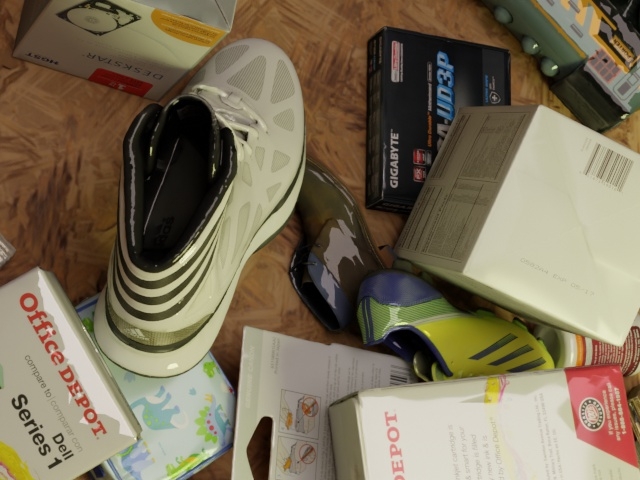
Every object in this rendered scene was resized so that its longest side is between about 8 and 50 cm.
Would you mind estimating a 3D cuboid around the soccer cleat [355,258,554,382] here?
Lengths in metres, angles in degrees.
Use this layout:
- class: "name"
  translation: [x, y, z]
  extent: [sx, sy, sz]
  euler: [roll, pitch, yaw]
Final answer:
- class: "soccer cleat"
  translation: [0.151, 0.125, 2.000]
  extent: [0.289, 0.093, 0.121]
  euler: [28, 54, -33]

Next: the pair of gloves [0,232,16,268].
- class: "pair of gloves"
  translation: [-0.456, -0.012, 1.823]
  extent: [0.240, 0.042, 0.204]
  euler: [-32, 90, -29]

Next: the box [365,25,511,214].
- class: "box"
  translation: [0.143, -0.135, 2.119]
  extent: [0.175, 0.051, 0.220]
  euler: [8, 73, -22]

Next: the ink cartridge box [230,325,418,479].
- class: "ink cartridge box"
  translation: [-0.007, 0.248, 1.919]
  extent: [0.239, 0.060, 0.275]
  euler: [14, 70, -30]

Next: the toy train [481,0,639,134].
- class: "toy train"
  translation: [0.322, -0.291, 2.202]
  extent: [0.334, 0.142, 0.190]
  euler: [47, 72, -6]

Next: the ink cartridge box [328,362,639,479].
- class: "ink cartridge box"
  translation: [0.178, 0.259, 1.875]
  extent: [0.306, 0.131, 0.226]
  euler: [-4, 79, -14]

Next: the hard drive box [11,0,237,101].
- class: "hard drive box"
  translation: [-0.210, -0.248, 1.891]
  extent: [0.181, 0.232, 0.089]
  euler: [16, 70, -19]

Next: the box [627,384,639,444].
- class: "box"
  translation: [0.399, 0.253, 2.059]
  extent: [0.021, 0.201, 0.164]
  euler: [-24, 85, 11]

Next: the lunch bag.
- class: "lunch bag"
  translation: [-0.198, 0.158, 1.864]
  extent: [0.176, 0.090, 0.219]
  euler: [-31, 90, -29]

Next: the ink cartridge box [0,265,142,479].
- class: "ink cartridge box"
  translation: [-0.342, 0.177, 1.730]
  extent: [0.278, 0.117, 0.201]
  euler: [-30, 89, -6]

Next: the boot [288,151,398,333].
- class: "boot"
  translation: [0.000, 0.000, 2.001]
  extent: [0.106, 0.082, 0.219]
  euler: [-42, 96, -30]

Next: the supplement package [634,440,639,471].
- class: "supplement package"
  translation: [0.296, 0.315, 2.031]
  extent: [0.179, 0.105, 0.105]
  euler: [-20, 85, -28]

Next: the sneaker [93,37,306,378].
- class: "sneaker"
  translation: [-0.098, -0.096, 1.816]
  extent: [0.169, 0.257, 0.447]
  euler: [19, 52, 1]

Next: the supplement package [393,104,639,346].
- class: "supplement package"
  translation: [0.237, -0.022, 1.950]
  extent: [0.199, 0.262, 0.198]
  euler: [25, 87, -15]

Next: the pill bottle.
- class: "pill bottle"
  translation: [0.338, 0.124, 2.115]
  extent: [0.152, 0.086, 0.086]
  euler: [-3, 77, -25]
